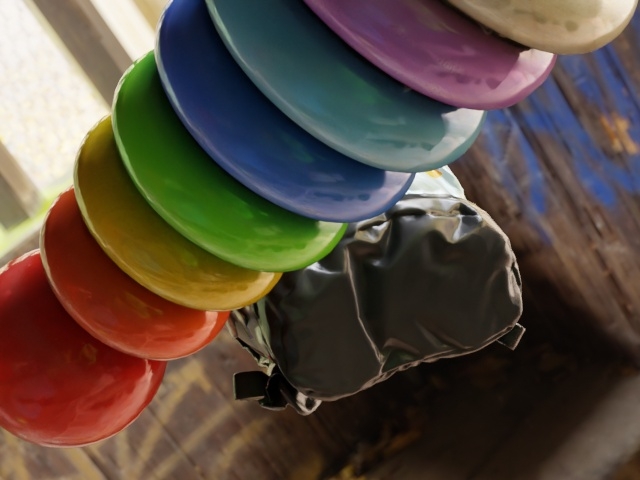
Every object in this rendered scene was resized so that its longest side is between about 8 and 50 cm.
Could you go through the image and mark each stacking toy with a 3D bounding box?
[{"bbox_3d":[-0.037,-0.031,0.517,0.330,0.141,0.141,-45,14,31],"label":"stacking toy"}]

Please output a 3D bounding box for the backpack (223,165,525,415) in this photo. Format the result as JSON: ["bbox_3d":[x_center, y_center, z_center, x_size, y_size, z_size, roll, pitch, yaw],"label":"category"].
[{"bbox_3d":[0.000,0.000,0.668,0.152,0.115,0.182,-9,22,-26],"label":"backpack"}]
